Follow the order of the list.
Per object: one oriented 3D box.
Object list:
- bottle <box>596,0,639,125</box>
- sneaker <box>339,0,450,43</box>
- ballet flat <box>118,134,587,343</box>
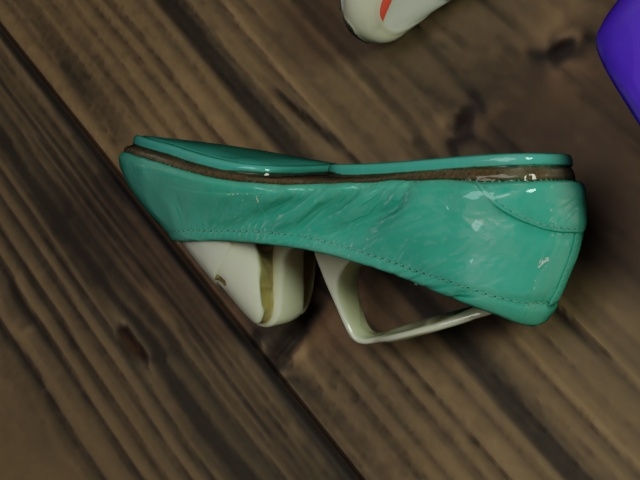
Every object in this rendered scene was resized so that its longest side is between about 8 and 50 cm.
[{"bbox_3d":[0.238,-0.110,0.492,0.283,0.092,0.118,-36,69,20],"label":"bottle"},{"bbox_3d":[0.076,-0.144,0.637,0.161,0.057,0.075,-48,50,10],"label":"sneaker"},{"bbox_3d":[0.000,0.000,0.635,0.247,0.083,0.087,6,93,37],"label":"ballet flat"}]
